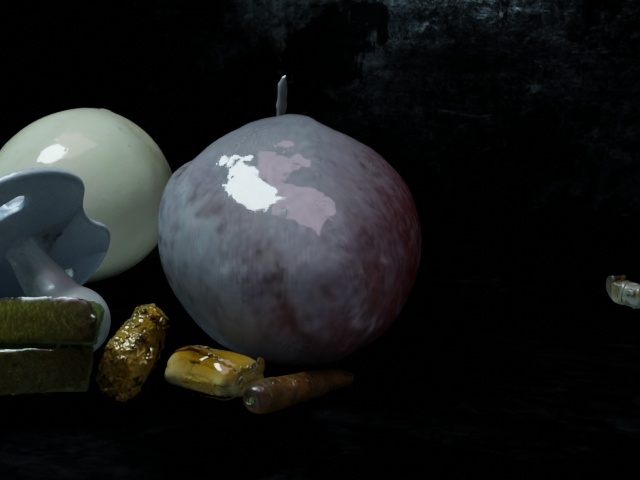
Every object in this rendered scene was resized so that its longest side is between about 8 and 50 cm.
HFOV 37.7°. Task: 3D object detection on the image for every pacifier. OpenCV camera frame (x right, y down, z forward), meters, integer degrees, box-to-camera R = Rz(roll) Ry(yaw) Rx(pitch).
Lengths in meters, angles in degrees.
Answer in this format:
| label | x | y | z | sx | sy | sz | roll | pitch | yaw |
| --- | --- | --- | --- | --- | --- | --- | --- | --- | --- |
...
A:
| label | x | y | z | sx | sy | sz | roll | pitch | yaw |
| --- | --- | --- | --- | --- | --- | --- | --- | --- | --- |
| pacifier | -0.348 | 0.054 | 1.132 | 0.233 | 0.244 | 0.299 | 43 | -16 | 22 |

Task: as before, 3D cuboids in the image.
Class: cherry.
| label | x | y | z | sx | sy | sz | roll | pitch | yaw |
| --- | --- | --- | --- | --- | --- | --- | --- | --- | --- |
| cherry | -0.044 | 0.002 | 1.124 | 0.326 | 0.291 | 0.335 | 21 | 27 | 9 |

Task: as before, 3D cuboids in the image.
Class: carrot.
| label | x | y | z | sx | sy | sz | roll | pitch | yaw |
| --- | --- | --- | --- | --- | --- | --- | --- | --- | --- |
| carrot | -0.017 | 0.152 | 0.975 | 0.035 | 0.036 | 0.165 | 10 | 9 | 41 |

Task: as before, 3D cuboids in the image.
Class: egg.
| label | x | y | z | sx | sy | sz | roll | pitch | yaw |
| --- | --- | --- | --- | --- | --- | --- | --- | --- | --- |
| egg | -0.396 | -0.065 | 1.514 | 0.283 | 0.283 | 0.345 | 6 | 25 | 26 |

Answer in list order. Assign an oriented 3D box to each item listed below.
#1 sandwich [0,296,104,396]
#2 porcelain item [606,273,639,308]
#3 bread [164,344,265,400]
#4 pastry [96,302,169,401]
| label | x | y | z | sx | sy | sz | roll | pitch | yaw |
| --- | --- | --- | --- | --- | --- | --- | --- | --- | --- |
| sandwich | -0.304 | 0.116 | 0.972 | 0.184 | 0.109 | 0.160 | 1 | -11 | 4 |
| porcelain item | 0.520 | 0.092 | 1.389 | 0.084 | 0.054 | 0.213 | -2 | 10 | -37 |
| bread | -0.110 | 0.138 | 0.987 | 0.106 | 0.053 | 0.072 | 3 | 4 | 43 |
| pastry | -0.201 | 0.118 | 1.014 | 0.056 | 0.080 | 0.140 | 13 | 8 | -3 |
